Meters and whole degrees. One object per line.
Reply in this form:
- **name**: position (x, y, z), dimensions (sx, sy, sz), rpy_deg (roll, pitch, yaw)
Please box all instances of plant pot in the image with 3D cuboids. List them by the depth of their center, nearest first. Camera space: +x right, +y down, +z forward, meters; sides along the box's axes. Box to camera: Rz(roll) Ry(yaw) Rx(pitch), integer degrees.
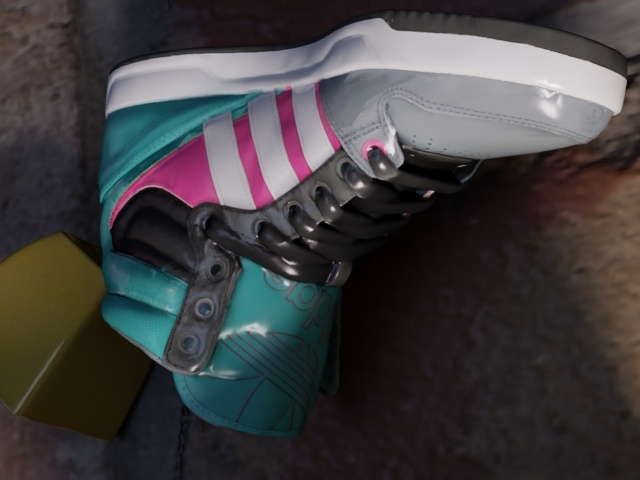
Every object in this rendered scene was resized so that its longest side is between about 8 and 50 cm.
- **plant pot**: position (-0.133, 0.044, 0.888), dimensions (0.081, 0.081, 0.083), rpy_deg (39, 97, 34)

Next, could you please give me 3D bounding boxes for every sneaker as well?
- **sneaker**: position (0.000, 0.000, 0.757), dimensions (0.295, 0.123, 0.178), rpy_deg (-3, 78, 45)
